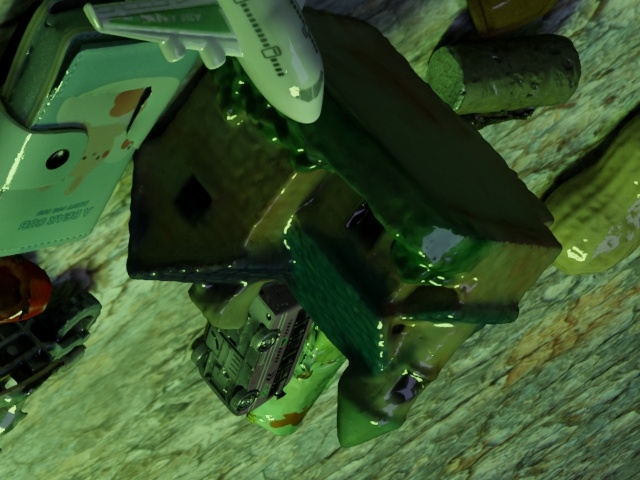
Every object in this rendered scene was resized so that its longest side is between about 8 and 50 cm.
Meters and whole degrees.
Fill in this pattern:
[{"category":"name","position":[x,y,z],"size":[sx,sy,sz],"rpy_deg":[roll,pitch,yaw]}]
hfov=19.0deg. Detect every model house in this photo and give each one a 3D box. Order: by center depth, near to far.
[{"category":"model house","position":[0.000,0.000,1.648],"size":[0.280,0.312,0.245],"rpy_deg":[-50,154,22]}]

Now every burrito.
[{"category":"burrito","position":[-0.009,0.125,2.140],"size":[0.104,0.054,0.288],"rpy_deg":[-5,141,-45]}]

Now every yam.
[{"category":"yam","position":[0.176,-0.161,1.866],"size":[0.179,0.078,0.078],"rpy_deg":[-11,144,-41]}]

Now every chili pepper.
[{"category":"chili pepper","position":[-0.269,0.044,1.649],"size":[0.169,0.088,0.065],"rpy_deg":[32,68,-82]}]

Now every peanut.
[{"category":"peanut","position":[0.360,-0.064,2.218],"size":[0.257,0.123,0.123],"rpy_deg":[-45,154,7]}]

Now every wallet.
[{"category":"wallet","position":[-0.200,-0.093,1.516],"size":[0.176,0.075,0.250],"rpy_deg":[-16,148,-49]}]

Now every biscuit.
[{"category":"biscuit","position":[0.223,-0.279,1.775],"size":[0.215,0.034,0.182],"rpy_deg":[-36,155,-1]}]

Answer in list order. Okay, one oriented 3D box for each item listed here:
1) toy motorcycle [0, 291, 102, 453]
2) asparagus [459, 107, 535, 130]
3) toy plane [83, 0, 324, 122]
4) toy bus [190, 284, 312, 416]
[{"category":"toy motorcycle","position":[-0.294,0.128,1.742],"size":[0.229,0.094,0.130],"rpy_deg":[-36,161,-42]},{"category":"asparagus","position":[0.160,-0.128,1.953],"size":[0.165,0.030,0.036],"rpy_deg":[-15,156,-38]},{"category":"toy plane","position":[-0.061,-0.198,1.429],"size":[0.251,0.101,0.255],"rpy_deg":[-36,123,-18]},{"category":"toy bus","position":[-0.063,0.097,1.983],"size":[0.098,0.087,0.178],"rpy_deg":[-26,151,-36]}]
